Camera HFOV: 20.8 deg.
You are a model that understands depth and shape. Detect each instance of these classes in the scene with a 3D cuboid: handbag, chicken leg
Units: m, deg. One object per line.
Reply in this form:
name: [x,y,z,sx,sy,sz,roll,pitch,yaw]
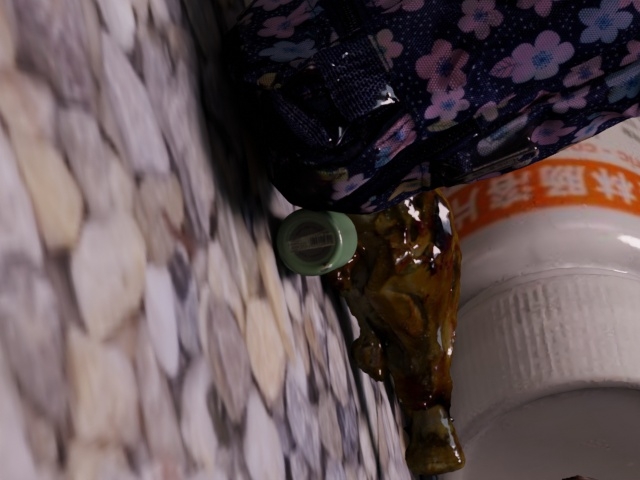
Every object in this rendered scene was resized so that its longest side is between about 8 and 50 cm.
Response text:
handbag: [0.061,-0.089,0.750,0.127,0.208,0.228,61,5,-13]
chicken leg: [0.042,0.042,0.925,0.093,0.070,0.178,-29,113,-47]

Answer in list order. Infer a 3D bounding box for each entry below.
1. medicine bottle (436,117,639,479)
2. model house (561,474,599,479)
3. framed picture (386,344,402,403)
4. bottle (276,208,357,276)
medicine bottle: [0.160,0.022,1.239,0.371,0.211,0.211,-94,169,-46]
model house: [0.115,0.235,0.885,0.164,0.141,0.203,162,-81,-88]
framed picture: [0.025,-0.054,1.102,0.274,0.017,0.217,-92,168,-50]
bottle: [0.000,0.000,0.799,0.083,0.030,0.030,-8,86,-83]
